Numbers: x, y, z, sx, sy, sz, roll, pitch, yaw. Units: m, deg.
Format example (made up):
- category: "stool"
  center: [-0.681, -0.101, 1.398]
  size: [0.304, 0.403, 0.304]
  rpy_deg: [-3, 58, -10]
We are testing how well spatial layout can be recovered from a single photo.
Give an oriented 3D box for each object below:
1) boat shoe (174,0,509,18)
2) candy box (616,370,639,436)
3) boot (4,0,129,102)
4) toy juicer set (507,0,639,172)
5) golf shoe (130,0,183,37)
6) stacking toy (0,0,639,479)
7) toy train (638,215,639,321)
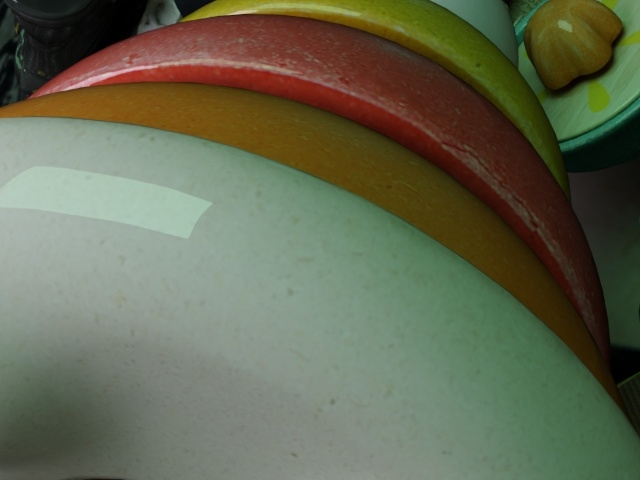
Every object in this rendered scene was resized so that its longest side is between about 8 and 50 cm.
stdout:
- category: "boat shoe"
  center: [0.075, -0.174, 1.022]
  size: [0.341, 0.127, 0.158]
  rpy_deg: [-25, 85, -15]
- category: "candy box"
  center: [0.044, 0.209, 0.764]
  size: [0.316, 0.087, 0.183]
  rpy_deg: [-32, 39, 26]
- category: "boot"
  center: [-0.138, -0.199, 1.120]
  size: [0.091, 0.229, 0.263]
  rpy_deg: [27, 75, 0]
- category: "toy juicer set"
  center: [0.154, -0.120, 0.942]
  size: [0.329, 0.089, 0.209]
  rpy_deg: [-7, 48, 45]
- category: "golf shoe"
  center: [-0.081, -0.134, 1.103]
  size: [0.105, 0.120, 0.273]
  rpy_deg: [35, 81, 38]
- category: "stacking toy"
  center: [0.000, 0.000, 0.731]
  size: [0.351, 0.350, 0.480]
  rpy_deg: [-8, 32, 24]
- category: "toy train"
  center: [0.209, 0.062, 0.648]
  size: [0.142, 0.190, 0.334]
  rpy_deg: [-1, 48, -21]
